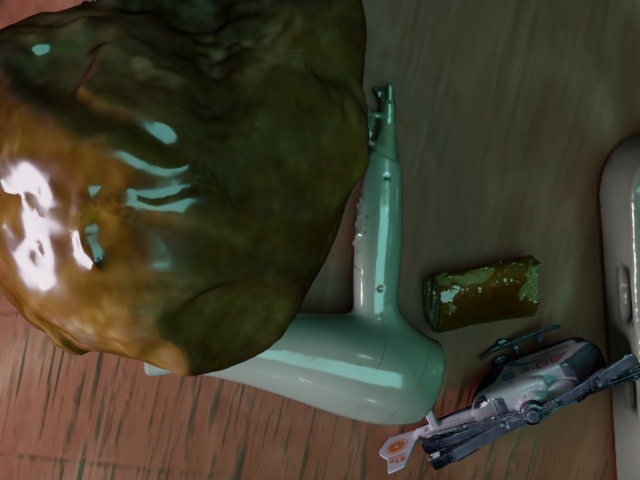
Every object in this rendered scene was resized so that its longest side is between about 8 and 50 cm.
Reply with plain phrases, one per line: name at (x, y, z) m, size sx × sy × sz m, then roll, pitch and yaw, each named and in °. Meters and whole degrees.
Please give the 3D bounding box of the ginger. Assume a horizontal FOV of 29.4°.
ginger at (-0.081, -0.041, 0.749) m, size 0.269 × 0.200 × 0.223 m, roll -38°, pitch 143°, yaw -38°

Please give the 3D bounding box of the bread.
bread at (0.118, 0.039, 0.890) m, size 0.083 × 0.036 × 0.047 m, roll -9°, pitch 110°, yaw -12°

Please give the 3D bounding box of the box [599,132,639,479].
box at (0.403, 0.077, 0.933) m, size 0.367 × 0.090 × 0.373 m, roll -9°, pitch 103°, yaw -12°

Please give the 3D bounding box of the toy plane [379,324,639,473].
toy plane at (0.132, 0.116, 0.888) m, size 0.197 × 0.078 × 0.053 m, roll -23°, pitch 107°, yaw 7°

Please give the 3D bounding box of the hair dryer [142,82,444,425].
hair dryer at (0.000, 0.000, 0.852) m, size 0.206 × 0.075 × 0.237 m, roll 14°, pitch 89°, yaw -8°
